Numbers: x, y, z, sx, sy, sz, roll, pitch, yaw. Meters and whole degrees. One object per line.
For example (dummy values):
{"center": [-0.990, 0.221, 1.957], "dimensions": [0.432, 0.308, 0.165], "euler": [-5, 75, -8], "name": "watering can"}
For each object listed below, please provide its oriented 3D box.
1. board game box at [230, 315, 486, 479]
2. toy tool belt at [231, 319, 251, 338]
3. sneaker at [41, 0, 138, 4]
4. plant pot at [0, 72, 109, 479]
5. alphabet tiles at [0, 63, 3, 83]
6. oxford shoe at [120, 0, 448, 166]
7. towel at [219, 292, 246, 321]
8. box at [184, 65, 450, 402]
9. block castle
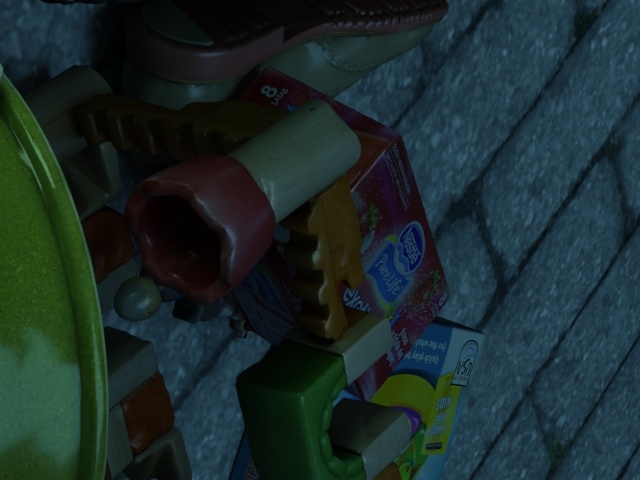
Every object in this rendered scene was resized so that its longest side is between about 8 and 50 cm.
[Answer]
{"center": [0.020, 0.224, 1.763], "dimensions": [0.254, 0.079, 0.336], "euler": [14, 94, -57], "name": "board game box"}
{"center": [-0.033, 0.057, 1.626], "dimensions": [0.083, 0.051, 0.052], "euler": [-42, 137, -36], "name": "toy tool belt"}
{"center": [-0.095, -0.243, 1.347], "dimensions": [0.279, 0.107, 0.118], "euler": [-25, 116, -51], "name": "sneaker"}
{"center": [-0.355, 0.074, 0.937], "dimensions": [0.353, 0.366, 0.366], "euler": [-8, 113, -42], "name": "plant pot"}
{"center": [-0.311, -0.120, 0.932], "dimensions": [0.284, 0.278, 0.021], "euler": [-33, 148, -43], "name": "alphabet tiles"}
{"center": [-0.034, -0.147, 1.488], "dimensions": [0.348, 0.123, 0.130], "euler": [-18, 135, -44], "name": "oxford shoe"}
{"center": [-0.048, -0.001, 1.554], "dimensions": [0.197, 0.029, 0.144], "euler": [23, 87, -41], "name": "towel"}
{"center": [0.000, 0.000, 1.437], "dimensions": [0.122, 0.128, 0.257], "euler": [-51, 152, -17], "name": "box"}
{"center": [-0.114, 0.119, 1.294], "dimensions": [0.213, 0.303, 0.453], "euler": [-39, 129, -41], "name": "block castle"}
